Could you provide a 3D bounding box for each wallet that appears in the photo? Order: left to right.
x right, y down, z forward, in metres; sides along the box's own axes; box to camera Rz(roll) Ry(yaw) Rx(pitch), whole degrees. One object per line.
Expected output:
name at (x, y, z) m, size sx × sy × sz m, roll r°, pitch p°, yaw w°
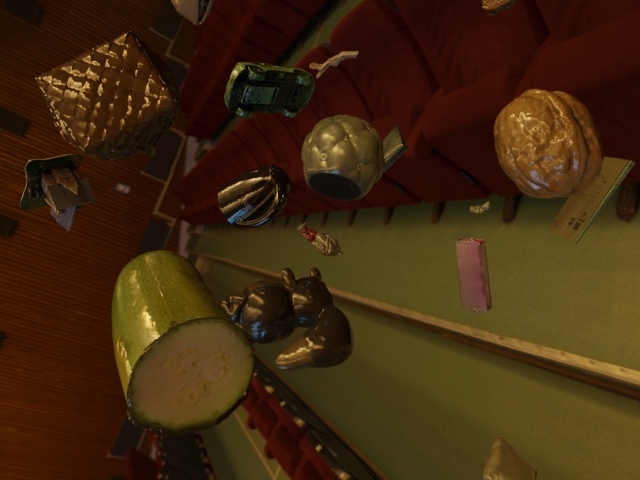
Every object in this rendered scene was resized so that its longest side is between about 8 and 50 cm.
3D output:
wallet at (0.269, -0.365, 1.920) m, size 0.251 × 0.054 × 0.290 m, roll -44°, pitch 15°, yaw 25°

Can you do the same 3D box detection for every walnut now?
walnut at (0.469, -0.201, 0.918) m, size 0.198 × 0.198 × 0.245 m, roll -30°, pitch 74°, yaw 54°

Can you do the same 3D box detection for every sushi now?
sushi at (0.406, -0.537, 0.976) m, size 0.120 × 0.055 × 0.052 m, roll -9°, pitch 89°, yaw 56°

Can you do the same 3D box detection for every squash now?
squash at (-0.132, 0.062, 0.373) m, size 0.188 × 0.095 × 0.095 m, roll 35°, pitch 100°, yaw 51°

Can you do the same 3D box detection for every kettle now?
kettle at (-0.244, -0.170, 1.788) m, size 0.290 × 0.207 × 0.269 m, roll -26°, pitch 53°, yaw 25°

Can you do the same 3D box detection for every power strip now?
power strip at (0.545, 0.122, 1.575) m, size 0.109 × 0.037 × 0.279 m, roll 7°, pitch 110°, yaw 55°

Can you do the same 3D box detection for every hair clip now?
hair clip at (0.054, -0.755, 1.851) m, size 0.225 × 0.072 × 0.034 m, roll -15°, pitch 52°, yaw 36°

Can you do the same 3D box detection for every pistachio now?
pistachio at (-0.506, -0.980, 1.768) m, size 0.288 × 0.166 × 0.197 m, roll 13°, pitch 113°, yaw 64°

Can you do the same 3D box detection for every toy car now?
toy car at (-0.155, -0.450, 1.291) m, size 0.125 × 0.305 × 0.136 m, roll 48°, pitch 131°, yaw 22°

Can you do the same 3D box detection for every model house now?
model house at (-0.550, -0.091, 0.934) m, size 0.117 × 0.088 × 0.167 m, roll -24°, pitch -17°, yaw -49°

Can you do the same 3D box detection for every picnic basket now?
picnic basket at (-0.552, -0.365, 1.225) m, size 0.337 × 0.293 × 0.337 m, roll -32°, pitch 4°, yaw 2°

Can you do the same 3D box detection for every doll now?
doll at (-0.113, 0.243, 1.375) m, size 0.378 × 0.382 × 0.252 m, roll -141°, pitch 35°, yaw -64°
doll at (0.000, 0.000, 1.519) m, size 0.079 × 0.180 × 0.094 m, roll -56°, pitch -3°, yaw 26°

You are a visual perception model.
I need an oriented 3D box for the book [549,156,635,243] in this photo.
book at (0.854, -0.135, 1.410) m, size 0.283 × 0.025 × 0.215 m, roll -62°, pitch 1°, yaw 17°

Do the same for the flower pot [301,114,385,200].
flower pot at (0.064, -0.237, 1.267) m, size 0.246 × 0.246 × 0.195 m, roll -18°, pitch 53°, yaw 61°

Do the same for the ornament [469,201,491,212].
ornament at (0.657, -0.131, 1.808) m, size 0.092 × 0.068 × 0.041 m, roll -14°, pitch 91°, yaw 35°

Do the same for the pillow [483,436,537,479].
pillow at (0.497, 0.611, 1.152) m, size 0.078 × 0.134 × 0.181 m, roll -53°, pitch -16°, yaw 29°
